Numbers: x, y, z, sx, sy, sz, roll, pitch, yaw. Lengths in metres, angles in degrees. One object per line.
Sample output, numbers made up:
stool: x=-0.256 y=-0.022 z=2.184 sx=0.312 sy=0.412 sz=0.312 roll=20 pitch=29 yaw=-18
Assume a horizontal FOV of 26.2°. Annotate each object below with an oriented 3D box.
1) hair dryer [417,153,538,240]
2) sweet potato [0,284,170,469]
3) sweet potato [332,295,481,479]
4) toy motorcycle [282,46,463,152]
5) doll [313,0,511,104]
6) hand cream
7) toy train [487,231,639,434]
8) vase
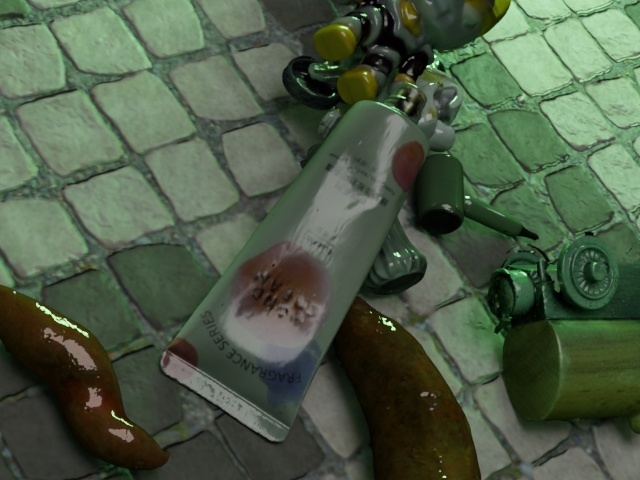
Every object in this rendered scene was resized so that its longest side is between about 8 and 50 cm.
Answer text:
hair dryer: x=0.160 y=-0.026 z=1.372 sx=0.150 sy=0.047 sz=0.071 roll=24 pitch=49 yaw=-26
sweet potato: x=-0.192 y=0.100 z=1.059 sx=0.202 sy=0.058 sz=0.055 roll=48 pitch=27 yaw=10
sweet potato: x=0.074 y=0.159 z=1.150 sx=0.097 sy=0.097 sz=0.292 roll=7 pitch=46 yaw=-26
toy motorcycle: x=0.069 y=-0.141 z=1.375 sx=0.229 sy=0.074 sz=0.151 roll=-14 pitch=57 yaw=-46
doll: x=0.100 y=-0.244 z=1.353 sx=0.145 sy=0.103 sz=0.316 roll=46 pitch=50 yaw=-1
hand cream: x=0.000 y=0.000 z=1.182 sx=0.124 sy=0.078 sz=0.340 roll=33 pitch=69 yaw=-5
toy train: x=0.292 y=0.088 z=1.323 sx=0.307 sy=0.126 sz=0.189 roll=1 pitch=89 yaw=-29
vase: x=0.046 y=-0.023 z=1.275 sx=0.081 sy=0.081 sz=0.148 roll=-10 pitch=67 yaw=-35
